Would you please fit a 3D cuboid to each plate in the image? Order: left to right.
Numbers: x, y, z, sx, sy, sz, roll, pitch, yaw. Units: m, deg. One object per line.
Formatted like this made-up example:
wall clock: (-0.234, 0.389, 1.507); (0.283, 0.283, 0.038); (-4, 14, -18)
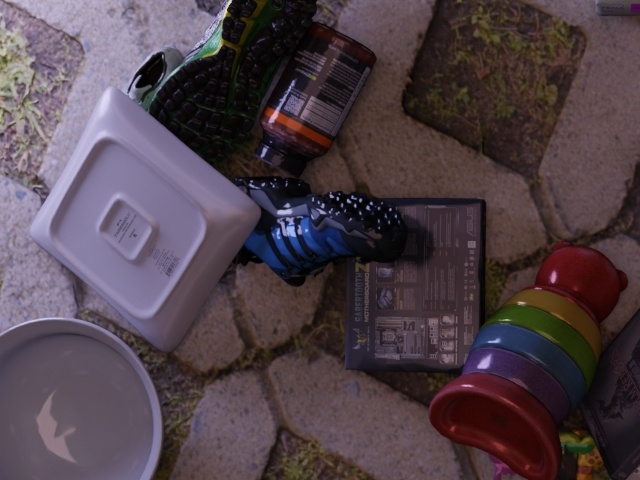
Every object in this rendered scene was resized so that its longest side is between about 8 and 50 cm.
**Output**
plate: (-0.252, -0.020, 1.959); (0.278, 0.045, 0.277); (40, 118, 10)

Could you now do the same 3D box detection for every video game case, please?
video game case: (0.420, 0.141, 1.773); (0.026, 0.196, 0.274); (30, 111, -19)

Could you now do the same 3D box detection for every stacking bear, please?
stacking bear: (0.282, 0.127, 1.818); (0.175, 0.164, 0.289); (26, 59, 17)

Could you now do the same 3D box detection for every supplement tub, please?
supplement tub: (-0.013, -0.185, 1.939); (0.106, 0.106, 0.198); (30, 94, 10)

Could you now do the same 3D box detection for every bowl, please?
bowl: (-0.338, 0.249, 1.973); (0.298, 0.134, 0.297); (0, 89, 11)

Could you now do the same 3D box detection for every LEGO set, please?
LEGO set: (0.319, 0.292, 1.873); (0.227, 0.087, 0.093); (4, 90, 5)

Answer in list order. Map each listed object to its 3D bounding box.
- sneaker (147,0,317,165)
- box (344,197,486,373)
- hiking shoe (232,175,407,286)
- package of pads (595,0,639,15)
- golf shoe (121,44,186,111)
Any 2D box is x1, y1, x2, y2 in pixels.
sneaker: (-0.111, -0.239, 1.957); (0.134, 0.146, 0.343); (36, 110, -10)
box: (0.126, 0.059, 1.926); (0.183, 0.059, 0.232); (0, 88, 13)
hiking shoe: (0.000, 0.000, 1.893); (0.304, 0.113, 0.132); (18, 108, 48)
package of pads: (0.475, -0.436, 1.854); (0.229, 0.101, 0.296); (3, 89, 11)
golf shoe: (-0.255, -0.196, 1.996); (0.069, 0.086, 0.176); (35, 96, 8)
